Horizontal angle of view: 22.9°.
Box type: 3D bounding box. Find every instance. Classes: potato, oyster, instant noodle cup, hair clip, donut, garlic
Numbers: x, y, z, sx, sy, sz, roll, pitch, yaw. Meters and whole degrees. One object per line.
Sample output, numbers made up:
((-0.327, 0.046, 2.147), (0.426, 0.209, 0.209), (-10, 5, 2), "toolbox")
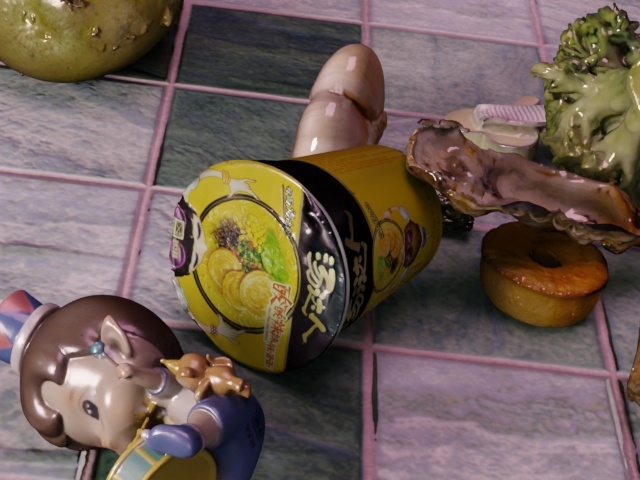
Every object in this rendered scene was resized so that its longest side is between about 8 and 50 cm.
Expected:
((-0.281, -0.339, 1.991), (0.270, 0.219, 0.359), (12, 30, 18), "potato")
((0.230, -0.038, 1.654), (0.345, 0.078, 0.129), (16, 26, -28), "oyster")
((0.000, 0.000, 1.578), (0.215, 0.215, 0.236), (28, 28, 27), "instant noodle cup")
((0.257, -0.150, 1.954), (0.218, 0.071, 0.159), (-7, 26, -2), "hair clip")
((0.234, 0.037, 1.683), (0.152, 0.058, 0.152), (8, 32, -5), "donut")
((0.020, -0.147, 1.843), (0.099, 0.124, 0.174), (14, 77, 13), "garlic")

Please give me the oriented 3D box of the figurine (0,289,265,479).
((-0.175, 0.137, 1.359), (0.158, 0.161, 0.275), (-38, 47, -23), "figurine")

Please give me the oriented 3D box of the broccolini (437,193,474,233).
((0.060, -0.037, 1.780), (0.239, 0.051, 0.054), (3, 39, 3), "broccolini")

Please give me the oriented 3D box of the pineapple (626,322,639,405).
((0.421, 0.144, 1.525), (0.251, 0.125, 0.125), (21, 34, 7), "pineapple")

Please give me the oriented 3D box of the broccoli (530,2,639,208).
((0.365, -0.124, 1.774), (0.288, 0.248, 0.245), (22, -6, 15), "broccoli")
